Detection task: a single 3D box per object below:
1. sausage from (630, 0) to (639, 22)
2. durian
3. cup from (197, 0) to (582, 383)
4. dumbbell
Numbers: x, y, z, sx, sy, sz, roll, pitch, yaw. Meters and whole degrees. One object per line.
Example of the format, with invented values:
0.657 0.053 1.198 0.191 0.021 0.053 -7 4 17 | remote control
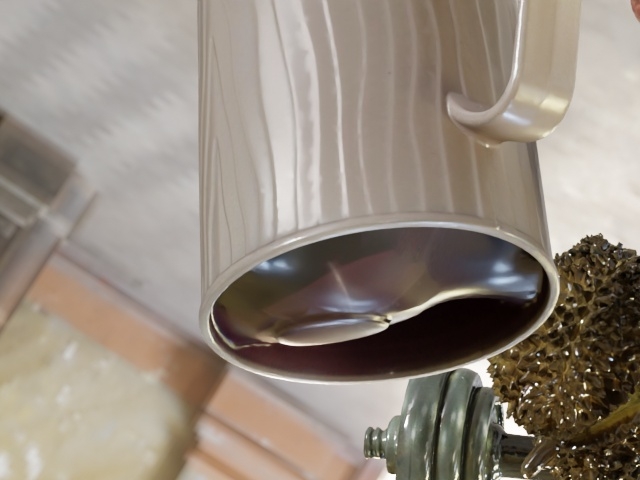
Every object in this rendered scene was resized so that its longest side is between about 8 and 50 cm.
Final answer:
0.277 -0.192 1.436 0.062 0.062 0.154 28 -158 12 | sausage
0.205 0.099 1.401 0.196 0.196 0.167 37 165 -20 | durian
0.031 -0.082 1.124 0.208 0.273 0.288 0 152 -7 | cup
0.239 0.206 1.740 0.406 0.179 0.179 4 157 14 | dumbbell
